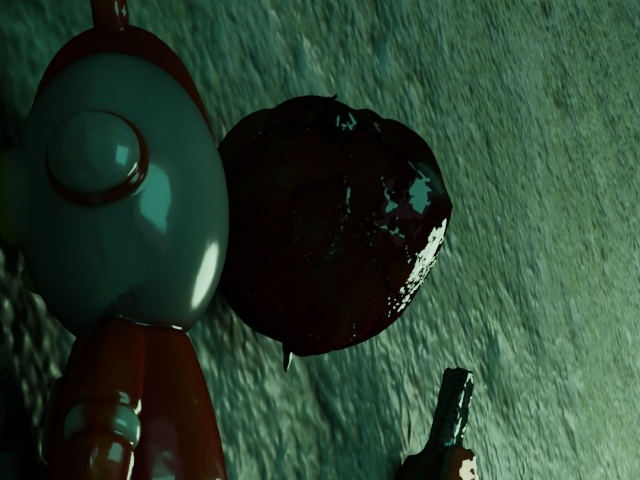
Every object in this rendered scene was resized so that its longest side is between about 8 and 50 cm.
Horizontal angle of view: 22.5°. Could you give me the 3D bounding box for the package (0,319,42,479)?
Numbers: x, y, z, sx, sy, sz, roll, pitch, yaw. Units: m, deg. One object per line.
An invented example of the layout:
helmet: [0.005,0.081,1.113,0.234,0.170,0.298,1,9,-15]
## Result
package: [-0.143,0.081,0.721,0.037,0.015,0.110,-38,116,-70]

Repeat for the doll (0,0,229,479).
doll: [-0.093,0.042,0.728,0.200,0.105,0.336,68,19,-80]

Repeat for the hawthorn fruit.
hawthorn fruit: [0.000,0.000,0.954,0.148,0.148,0.172,-46,149,-62]

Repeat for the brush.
brush: [0.073,0.223,1.116,0.070,0.051,0.323,51,39,-37]
